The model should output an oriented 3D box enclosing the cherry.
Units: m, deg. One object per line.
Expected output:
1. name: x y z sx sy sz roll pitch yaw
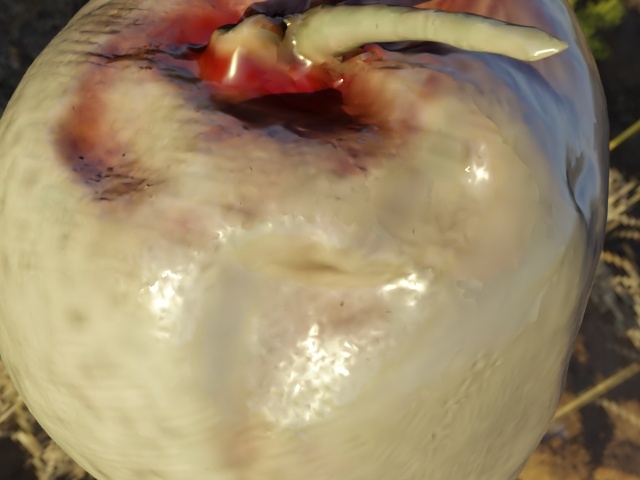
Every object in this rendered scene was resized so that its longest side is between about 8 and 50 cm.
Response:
1. cherry: -0.007 0.008 0.755 0.291 0.335 0.326 16 27 25
